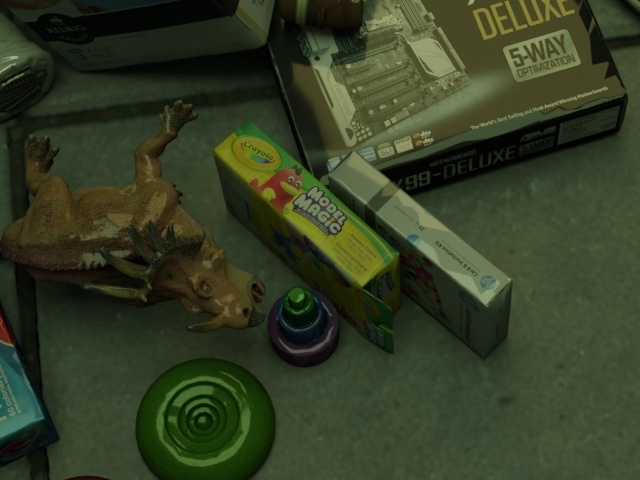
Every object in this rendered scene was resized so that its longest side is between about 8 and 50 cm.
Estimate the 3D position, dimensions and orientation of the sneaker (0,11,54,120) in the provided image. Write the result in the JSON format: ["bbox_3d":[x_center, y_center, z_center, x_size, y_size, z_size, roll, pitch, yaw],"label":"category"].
[{"bbox_3d":[-0.383,-0.147,1.635,0.232,0.090,0.115,-29,61,-19],"label":"sneaker"}]

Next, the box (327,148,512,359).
[{"bbox_3d":[0.089,0.015,1.492,0.186,0.145,0.038,39,75,18],"label":"box"}]

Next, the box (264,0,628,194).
[{"bbox_3d":[0.109,-0.178,1.612,0.307,0.076,0.242,-16,66,-3],"label":"box"}]

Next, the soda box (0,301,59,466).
[{"bbox_3d":[-0.314,0.098,1.524,0.071,0.067,0.210,-25,68,-7],"label":"soda box"}]

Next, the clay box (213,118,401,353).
[{"bbox_3d":[0.000,0.000,1.513,0.222,0.127,0.053,42,75,18],"label":"clay box"}]

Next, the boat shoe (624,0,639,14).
[{"bbox_3d":[0.336,-0.342,1.629,0.500,0.156,0.187,40,73,18],"label":"boat shoe"}]

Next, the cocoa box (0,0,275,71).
[{"bbox_3d":[-0.171,-0.374,1.599,0.231,0.228,0.347,-3,64,30],"label":"cocoa box"}]

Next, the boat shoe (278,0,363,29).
[{"bbox_3d":[0.038,-0.320,1.584,0.095,0.095,0.257,15,87,5],"label":"boat shoe"}]

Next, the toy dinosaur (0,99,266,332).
[{"bbox_3d":[-0.196,0.000,1.483,0.296,0.127,0.200,-7,45,20],"label":"toy dinosaur"}]

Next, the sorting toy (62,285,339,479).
[{"bbox_3d":[-0.125,0.162,1.452,0.365,0.126,0.127,-43,70,-13],"label":"sorting toy"}]
